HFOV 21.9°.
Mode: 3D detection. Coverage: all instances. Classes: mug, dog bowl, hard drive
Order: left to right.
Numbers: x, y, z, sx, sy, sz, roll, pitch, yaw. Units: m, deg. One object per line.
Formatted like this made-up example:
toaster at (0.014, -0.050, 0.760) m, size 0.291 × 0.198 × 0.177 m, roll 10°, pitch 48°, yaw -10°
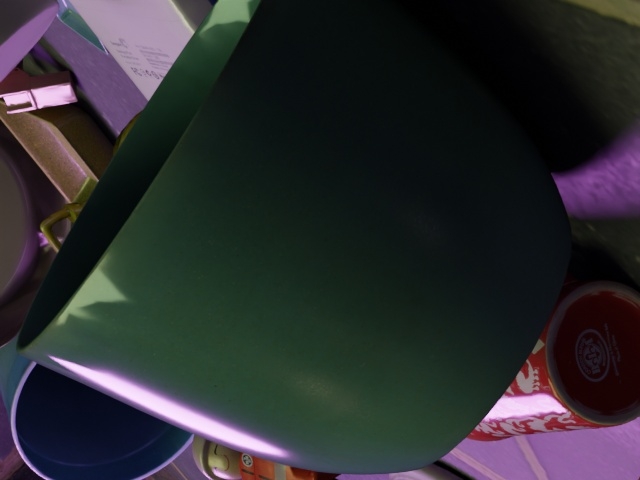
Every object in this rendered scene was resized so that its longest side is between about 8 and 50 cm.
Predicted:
dog bowl at (-0.466, -0.021, 1.982) m, size 0.349 × 0.349 × 0.102 m, roll 44°, pitch 178°, yaw 0°
hard drive at (-0.068, -0.094, 1.310) m, size 0.319 × 0.040 × 0.210 m, roll 52°, pitch 163°, yaw -28°
mug at (0.135, 0.066, 1.097) m, size 0.150 × 0.113 × 0.169 m, roll 45°, pitch 161°, yaw -12°

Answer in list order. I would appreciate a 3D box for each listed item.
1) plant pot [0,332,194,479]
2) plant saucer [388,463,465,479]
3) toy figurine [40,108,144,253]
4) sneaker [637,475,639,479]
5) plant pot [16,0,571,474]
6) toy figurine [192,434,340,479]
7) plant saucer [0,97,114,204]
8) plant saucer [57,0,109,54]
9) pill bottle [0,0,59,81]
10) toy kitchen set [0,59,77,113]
plant pot at (-0.307, 0.145, 2.180) m, size 0.272 × 0.271 × 0.255 m, roll 56°, pitch 176°, yaw -38°
plant saucer at (0.205, 0.409, 1.840) m, size 0.400 × 0.100 × 0.400 m, roll 40°, pitch 165°, yaw 13°
toy figurine at (-0.158, 0.023, 1.598) m, size 0.217 × 0.191 × 0.362 m, roll 30°, pitch 159°, yaw 54°
sneaker at (0.298, 0.216, 1.106) m, size 0.225 × 0.093 × 0.088 m, roll 30°, pitch 159°, yaw 43°
plant pot at (0.000, 0.000, 0.961) m, size 0.235 × 0.293 × 0.293 m, roll 33°, pitch 167°, yaw -12°
toy figurine at (0.015, 0.152, 1.408) m, size 0.148 × 0.210 × 0.213 m, roll 14°, pitch 163°, yaw 39°
plant saucer at (-0.264, -0.092, 1.799) m, size 0.188 × 0.045 × 0.188 m, roll 24°, pitch 154°, yaw 51°
plant saucer at (-0.221, -0.226, 1.380) m, size 0.067 × 0.018 × 0.192 m, roll 37°, pitch 165°, yaw 24°
pill bottle at (-0.329, -0.216, 1.148) m, size 0.283 × 0.160 × 0.160 m, roll 44°, pitch 165°, yaw -4°
toy kitchen set at (-0.286, -0.167, 1.688) m, size 0.068 × 0.075 × 0.083 m, roll 78°, pitch -177°, yaw -59°
